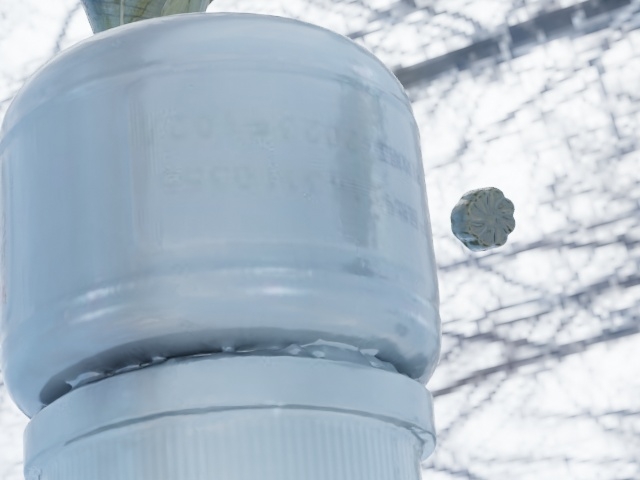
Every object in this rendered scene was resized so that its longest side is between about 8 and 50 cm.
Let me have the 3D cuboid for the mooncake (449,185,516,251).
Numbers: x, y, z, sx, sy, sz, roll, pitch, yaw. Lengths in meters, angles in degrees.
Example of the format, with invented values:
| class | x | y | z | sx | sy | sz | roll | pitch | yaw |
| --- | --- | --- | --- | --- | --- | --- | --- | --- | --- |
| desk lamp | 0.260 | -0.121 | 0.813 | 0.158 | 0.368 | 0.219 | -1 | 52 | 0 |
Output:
| class | x | y | z | sx | sy | sz | roll | pitch | yaw |
| --- | --- | --- | --- | --- | --- | --- | --- | --- | --- |
| mooncake | 0.211 | -0.152 | 1.500 | 0.150 | 0.057 | 0.346 | 7 | -78 | -31 |

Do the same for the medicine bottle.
| class | x | y | z | sx | sy | sz | roll | pitch | yaw |
| --- | --- | --- | --- | --- | --- | --- | --- | --- | --- |
| medicine bottle | -0.054 | 0.056 | 0.967 | 0.245 | 0.245 | 0.306 | 28 | -130 | -53 |

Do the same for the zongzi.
| class | x | y | z | sx | sy | sz | roll | pitch | yaw |
| --- | --- | --- | --- | --- | --- | --- | --- | --- | --- |
| zongzi | -0.233 | -0.210 | 1.957 | 0.094 | 0.204 | 0.205 | 19 | -97 | -63 |
